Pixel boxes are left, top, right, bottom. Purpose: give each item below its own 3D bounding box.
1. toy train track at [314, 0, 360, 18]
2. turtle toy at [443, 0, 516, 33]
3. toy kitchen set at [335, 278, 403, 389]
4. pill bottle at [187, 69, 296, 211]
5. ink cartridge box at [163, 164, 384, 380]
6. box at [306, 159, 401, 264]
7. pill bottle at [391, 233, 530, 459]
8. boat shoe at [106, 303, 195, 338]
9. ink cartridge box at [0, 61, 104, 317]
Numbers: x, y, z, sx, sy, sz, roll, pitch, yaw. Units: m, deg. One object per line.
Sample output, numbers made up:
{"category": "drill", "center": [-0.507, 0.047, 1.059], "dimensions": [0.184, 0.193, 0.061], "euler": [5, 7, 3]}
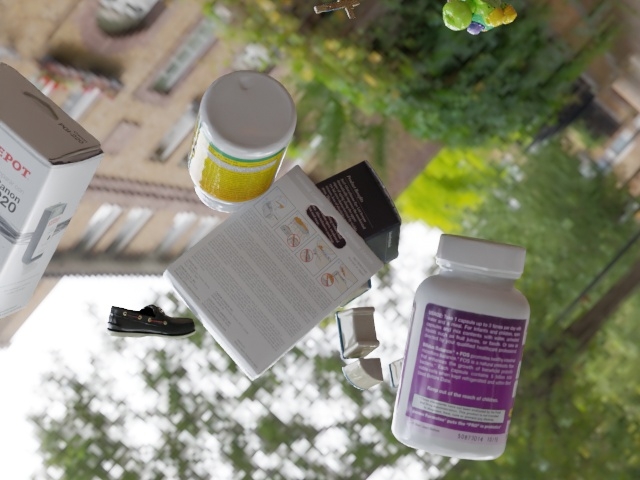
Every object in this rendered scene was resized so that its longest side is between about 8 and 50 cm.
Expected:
{"category": "toy train track", "center": [0.022, -0.345, 2.060], "dimensions": [0.083, 0.014, 0.048], "euler": [-18, -96, -38]}
{"category": "turtle toy", "center": [0.217, -0.332, 1.985], "dimensions": [0.095, 0.066, 0.130], "euler": [52, -150, 6]}
{"category": "toy kitchen set", "center": [0.103, 0.145, 2.322], "dimensions": [0.166, 0.122, 0.207], "euler": [0, -107, -25]}
{"category": "pill bottle", "center": [-0.104, -0.115, 1.739], "dimensions": [0.117, 0.117, 0.208], "euler": [43, 156, 7]}
{"category": "ink cartridge box", "center": [-0.060, 0.040, 1.792], "dimensions": [0.181, 0.225, 0.056], "euler": [49, 162, 1]}
{"category": "box", "center": [0.000, 0.000, 1.943], "dimensions": [0.108, 0.207, 0.153], "euler": [61, 171, 18]}
{"category": "pill bottle", "center": [0.206, 0.147, 1.985], "dimensions": [0.169, 0.301, 0.169], "euler": [10, -176, -1]}
{"category": "boat shoe", "center": [-0.220, 0.107, 1.839], "dimensions": [0.133, 0.042, 0.049], "euler": [6, -174, -38]}
{"category": "ink cartridge box", "center": [-0.336, -0.048, 1.409], "dimensions": [0.158, 0.218, 0.092], "euler": [39, -153, 14]}
